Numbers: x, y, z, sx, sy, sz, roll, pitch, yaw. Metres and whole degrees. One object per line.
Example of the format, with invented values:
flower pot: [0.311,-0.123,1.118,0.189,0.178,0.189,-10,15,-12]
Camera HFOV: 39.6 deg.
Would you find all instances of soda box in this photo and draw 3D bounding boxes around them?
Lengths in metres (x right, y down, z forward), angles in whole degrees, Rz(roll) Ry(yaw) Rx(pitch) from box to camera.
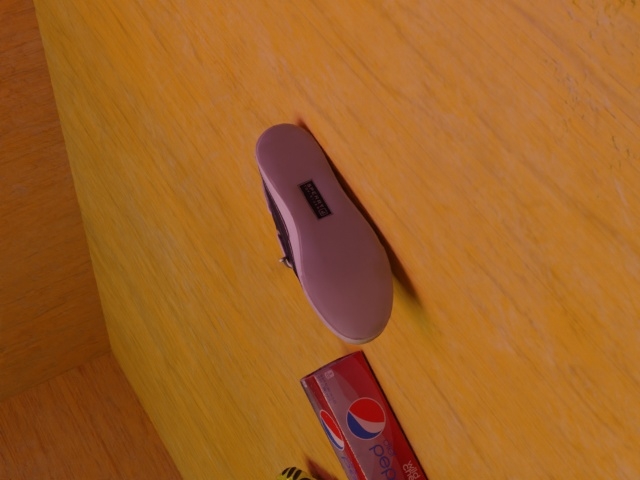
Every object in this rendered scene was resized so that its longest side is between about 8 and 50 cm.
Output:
soda box: [0.071,0.299,1.300,0.263,0.083,0.092,63,159,4]

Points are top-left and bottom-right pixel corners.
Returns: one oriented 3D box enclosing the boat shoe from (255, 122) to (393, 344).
boat shoe: [-0.004,0.001,1.121,0.306,0.113,0.105,59,164,21]

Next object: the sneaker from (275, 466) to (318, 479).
sneaker: [0.013,0.519,1.677,0.123,0.109,0.295,49,165,-27]
